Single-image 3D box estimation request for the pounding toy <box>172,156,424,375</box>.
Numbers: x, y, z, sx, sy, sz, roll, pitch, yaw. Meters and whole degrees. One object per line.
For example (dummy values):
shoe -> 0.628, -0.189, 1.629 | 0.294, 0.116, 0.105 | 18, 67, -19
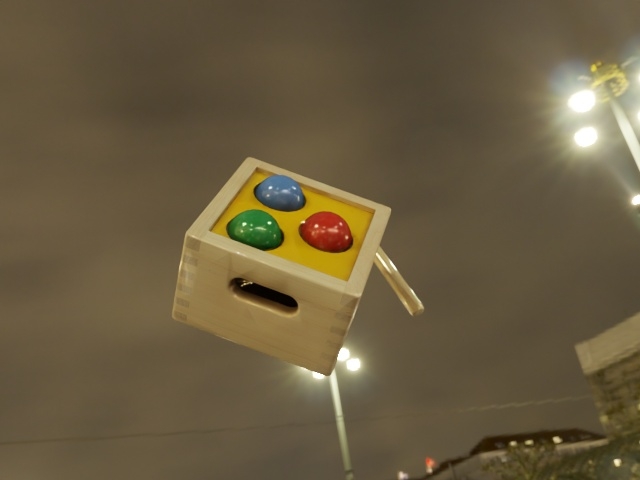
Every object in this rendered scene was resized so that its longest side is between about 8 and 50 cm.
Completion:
pounding toy -> 0.010, 0.000, 0.565 | 0.181, 0.206, 0.094 | 20, -55, 4
